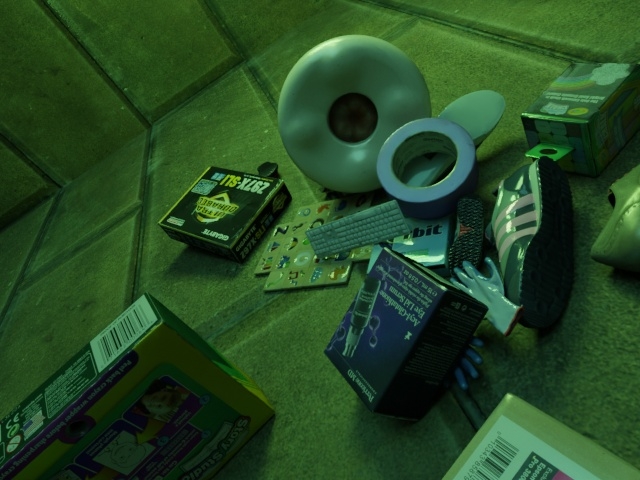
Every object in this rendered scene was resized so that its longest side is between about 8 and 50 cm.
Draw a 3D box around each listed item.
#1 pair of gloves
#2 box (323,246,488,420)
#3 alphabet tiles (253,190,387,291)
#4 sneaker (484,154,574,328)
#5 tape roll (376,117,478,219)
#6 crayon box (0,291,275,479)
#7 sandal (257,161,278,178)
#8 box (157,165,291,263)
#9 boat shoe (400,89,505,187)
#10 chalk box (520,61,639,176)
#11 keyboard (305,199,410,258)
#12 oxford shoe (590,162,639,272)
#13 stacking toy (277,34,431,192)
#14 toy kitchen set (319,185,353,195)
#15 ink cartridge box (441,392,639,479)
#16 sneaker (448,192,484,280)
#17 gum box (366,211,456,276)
[{"bbox_3d":[0.222,0.121,0.706,0.198,0.023,0.159,-63,26,14],"label":"pair of gloves"},{"bbox_3d":[0.123,0.140,0.703,0.207,0.108,0.153,-62,35,7],"label":"box"},{"bbox_3d":[0.000,0.000,1.111,0.343,0.011,0.285,-10,43,32],"label":"alphabet tiles"},{"bbox_3d":[0.335,0.010,0.768,0.131,0.112,0.318,-32,29,54],"label":"sneaker"},{"bbox_3d":[0.212,-0.142,0.910,0.189,0.080,0.188,-9,65,21],"label":"tape roll"},{"bbox_3d":[-0.302,0.315,0.739,0.363,0.313,0.106,-43,39,-10],"label":"crayon box"},{"bbox_3d":[-0.166,-0.221,1.484,0.067,0.040,0.179,-32,21,-3],"label":"sandal"},{"bbox_3d":[-0.279,-0.088,1.341,0.322,0.079,0.257,16,58,36],"label":"box"},{"bbox_3d":[0.285,-0.196,1.017,0.113,0.105,0.306,38,86,25],"label":"boat shoe"},{"bbox_3d":[0.475,-0.211,0.856,0.213,0.132,0.132,-45,37,-10],"label":"chalk box"},{"bbox_3d":[0.069,-0.018,0.964,0.256,0.072,0.014,-18,17,42],"label":"keyboard"},{"bbox_3d":[0.516,-0.100,0.705,0.130,0.123,0.348,5,51,50],"label":"oxford shoe"},{"bbox_3d":[0.100,-0.346,1.230,0.351,0.350,0.480,-24,15,16],"label":"stacking toy"},{"bbox_3d":[0.056,-0.138,1.211,0.068,0.075,0.083,-14,58,-38],"label":"toy kitchen set"},{"bbox_3d":[0.227,0.318,0.494,0.234,0.088,0.193,-46,35,-15],"label":"ink cartridge box"},{"bbox_3d":[0.276,-0.001,0.850,0.057,0.075,0.161,5,78,27],"label":"sneaker"},{"bbox_3d":[0.187,-0.001,0.929,0.157,0.041,0.184,-11,43,31],"label":"gum box"}]
